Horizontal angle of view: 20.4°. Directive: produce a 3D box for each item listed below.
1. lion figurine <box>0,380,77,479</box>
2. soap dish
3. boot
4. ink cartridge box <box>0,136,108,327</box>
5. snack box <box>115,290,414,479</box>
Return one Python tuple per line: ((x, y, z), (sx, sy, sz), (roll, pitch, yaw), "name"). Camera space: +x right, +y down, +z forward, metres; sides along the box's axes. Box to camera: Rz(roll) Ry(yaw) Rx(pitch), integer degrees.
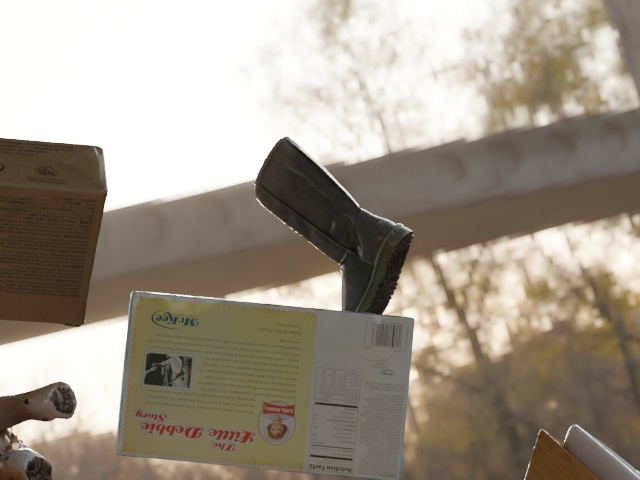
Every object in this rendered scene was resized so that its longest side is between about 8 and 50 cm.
((-0.368, 0.161, 1.478), (0.240, 0.142, 0.392), (-19, -42, 37), "lion figurine")
((0.374, 0.353, 2.024), (0.118, 0.291, 0.229), (-50, -39, 2), "soap dish")
((0.001, 0.000, 2.164), (0.076, 0.208, 0.189), (-28, -35, -57), "boot")
((-0.356, -0.012, 1.894), (0.235, 0.088, 0.193), (5, -51, -16), "ink cartridge box")
((-0.062, 0.164, 2.007), (0.322, 0.187, 0.060), (6, -2, 1), "snack box")
